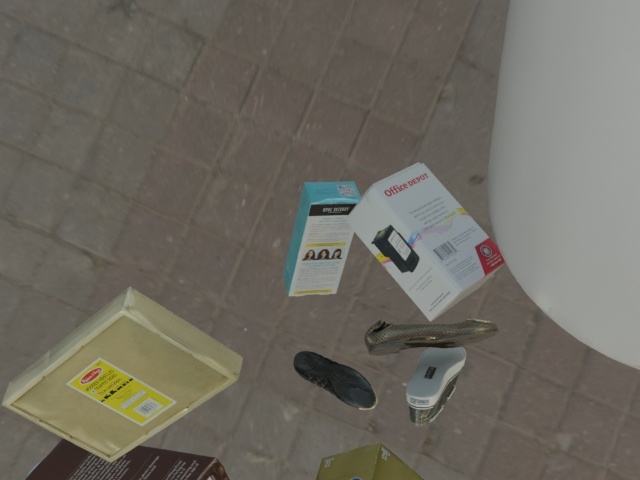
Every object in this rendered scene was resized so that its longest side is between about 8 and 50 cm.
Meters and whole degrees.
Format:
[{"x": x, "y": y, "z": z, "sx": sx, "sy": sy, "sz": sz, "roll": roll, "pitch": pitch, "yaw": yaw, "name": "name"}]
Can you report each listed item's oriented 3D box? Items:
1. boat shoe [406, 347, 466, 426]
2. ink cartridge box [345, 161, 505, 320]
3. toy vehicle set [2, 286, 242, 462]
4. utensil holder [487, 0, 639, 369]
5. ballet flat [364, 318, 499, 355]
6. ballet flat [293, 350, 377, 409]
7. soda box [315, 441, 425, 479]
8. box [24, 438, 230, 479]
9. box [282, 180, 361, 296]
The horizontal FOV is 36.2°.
[{"x": 0.205, "y": 0.257, "z": 1.765, "sx": 0.077, "sy": 0.219, "sz": 0.070, "roll": 10, "pitch": 116, "yaw": 24, "name": "boat shoe"}, {"x": 0.137, "y": -0.002, "z": 1.263, "sx": 0.175, "sy": 0.072, "sz": 0.127, "roll": 50, "pitch": 42, "yaw": 12, "name": "ink cartridge box"}, {"x": -0.242, "y": 0.170, "z": 1.177, "sx": 0.166, "sy": 0.035, "sz": 0.267, "roll": 37, "pitch": 127, "yaw": -25, "name": "toy vehicle set"}, {"x": 0.266, "y": -0.128, "z": 0.586, "sx": 0.327, "sy": 0.385, "sz": 0.328, "roll": -1, "pitch": 58, "yaw": 1, "name": "utensil holder"}, {"x": 0.196, "y": 0.159, "z": 1.720, "sx": 0.249, "sy": 0.084, "sz": 0.058, "roll": -5, "pitch": 67, "yaw": -14, "name": "ballet flat"}, {"x": 0.028, "y": 0.239, "z": 1.677, "sx": 0.173, "sy": 0.049, "sz": 0.057, "roll": 28, "pitch": 74, "yaw": 28, "name": "ballet flat"}, {"x": 0.074, "y": 0.229, "z": 0.736, "sx": 0.181, "sy": 0.061, "sz": 0.058, "roll": 44, "pitch": 42, "yaw": -24, "name": "soda box"}, {"x": -0.350, "y": 0.469, "z": 1.711, "sx": 0.191, "sy": 0.381, "sz": 0.143, "roll": -51, "pitch": 131, "yaw": -42, "name": "box"}, {"x": 0.000, "y": 0.000, "z": 1.826, "sx": 0.100, "sy": 0.244, "sz": 0.060, "roll": -2, "pitch": 45, "yaw": -18, "name": "box"}]
